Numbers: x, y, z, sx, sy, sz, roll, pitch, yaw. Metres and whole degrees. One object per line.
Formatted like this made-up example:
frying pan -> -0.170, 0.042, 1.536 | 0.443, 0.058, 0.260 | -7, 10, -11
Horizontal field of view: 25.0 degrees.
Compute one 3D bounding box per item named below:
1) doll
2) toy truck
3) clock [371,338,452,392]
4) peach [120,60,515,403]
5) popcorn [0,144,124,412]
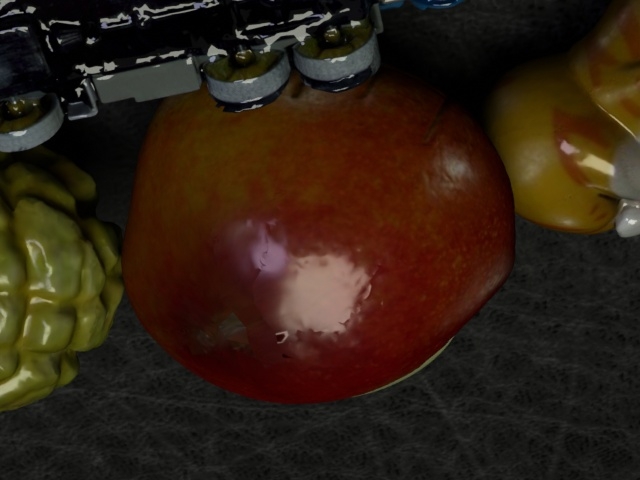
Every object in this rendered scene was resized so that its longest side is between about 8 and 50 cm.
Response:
doll -> 0.236, -0.105, 1.062 | 0.269, 0.162, 0.167 | -41, 147, 18
toy truck -> -0.086, -0.181, 0.955 | 0.367, 0.175, 0.146 | -11, 128, 3
clock -> 0.011, 0.049, 1.250 | 0.235, 0.029, 0.235 | -4, 131, -5
peach -> 0.000, 0.000, 1.036 | 0.275, 0.245, 0.248 | 9, 150, 14
popcorn -> -0.282, 0.028, 1.065 | 0.258, 0.224, 0.270 | -9, 177, -37
